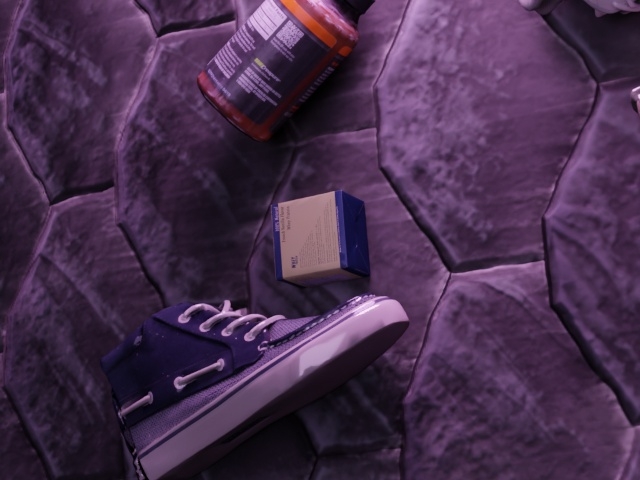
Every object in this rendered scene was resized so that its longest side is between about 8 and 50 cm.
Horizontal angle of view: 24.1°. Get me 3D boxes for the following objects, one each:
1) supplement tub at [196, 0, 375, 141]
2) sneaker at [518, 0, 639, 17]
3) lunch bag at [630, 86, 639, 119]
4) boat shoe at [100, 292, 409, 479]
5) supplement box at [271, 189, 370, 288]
[{"bbox_3d":[-0.032,-0.206,1.591,0.198,0.106,0.106,-46,62,11],"label":"supplement tub"},{"bbox_3d":[0.314,-0.273,1.430,0.292,0.110,0.118,3,88,37],"label":"sneaker"},{"bbox_3d":[0.438,-0.065,1.241,0.287,0.169,0.235,-25,50,9],"label":"lunch bag"},{"bbox_3d":[-0.082,0.109,1.528,0.341,0.127,0.158,-33,73,18],"label":"boat shoe"},{"bbox_3d":[0.000,0.000,1.553,0.083,0.056,0.083,-12,73,25],"label":"supplement box"}]
